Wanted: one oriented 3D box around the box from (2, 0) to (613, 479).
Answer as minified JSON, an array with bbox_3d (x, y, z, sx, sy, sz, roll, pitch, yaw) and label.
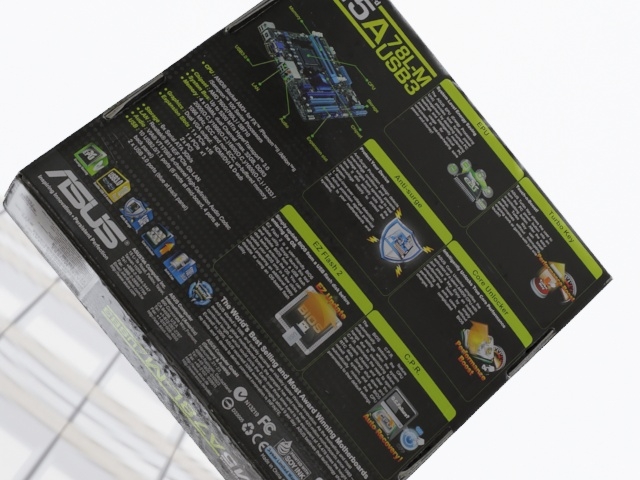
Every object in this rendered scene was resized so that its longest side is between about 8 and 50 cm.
[{"bbox_3d":[0.000,0.000,0.588,0.184,0.045,0.190,-40,-89,-29],"label":"box"}]
